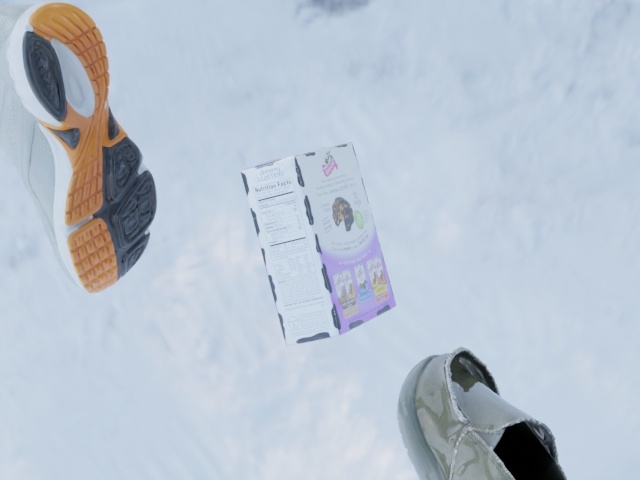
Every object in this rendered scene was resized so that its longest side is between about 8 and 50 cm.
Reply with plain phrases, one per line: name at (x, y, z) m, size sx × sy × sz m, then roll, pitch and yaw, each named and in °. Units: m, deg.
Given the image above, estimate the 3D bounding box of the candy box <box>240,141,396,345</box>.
candy box at (0.000, 0.000, 1.791) m, size 0.070 × 0.165 × 0.196 m, roll -14°, pitch 92°, yaw 25°

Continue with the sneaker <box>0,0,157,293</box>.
sneaker at (-0.219, -0.081, 1.358) m, size 0.121 × 0.262 × 0.099 m, roll 18°, pitch 38°, yaw 41°

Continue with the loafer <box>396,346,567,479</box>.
loafer at (0.111, 0.142, 1.001) m, size 0.087 × 0.251 × 0.094 m, roll -36°, pitch 117°, yaw 15°
